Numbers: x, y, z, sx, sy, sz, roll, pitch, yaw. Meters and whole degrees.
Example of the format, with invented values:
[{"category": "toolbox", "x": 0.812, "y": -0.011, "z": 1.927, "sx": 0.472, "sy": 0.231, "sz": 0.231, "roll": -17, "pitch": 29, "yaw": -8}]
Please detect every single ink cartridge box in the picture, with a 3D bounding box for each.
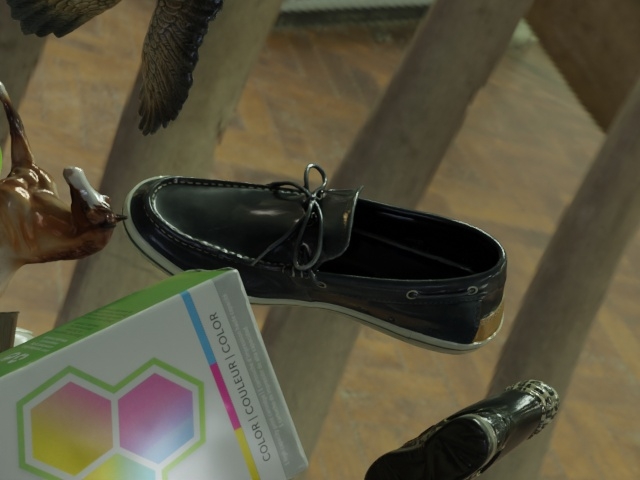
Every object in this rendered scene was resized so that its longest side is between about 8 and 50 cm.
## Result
[{"category": "ink cartridge box", "x": -0.118, "y": 0.101, "z": 0.538, "sx": 0.209, "sy": 0.109, "sz": 0.062, "roll": -25, "pitch": 11, "yaw": -29}]

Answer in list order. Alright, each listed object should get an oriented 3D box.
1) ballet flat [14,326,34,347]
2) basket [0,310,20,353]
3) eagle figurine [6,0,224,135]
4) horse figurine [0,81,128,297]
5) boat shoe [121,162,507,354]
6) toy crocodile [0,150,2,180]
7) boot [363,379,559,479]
[{"category": "ballet flat", "x": -0.368, "y": 0.180, "z": 1.435, "sx": 0.409, "sy": 0.147, "sz": 0.147, "roll": 49, "pitch": 14, "yaw": -35}, {"category": "basket", "x": -0.402, "y": 0.188, "z": 1.172, "sx": 0.204, "sy": 0.227, "sz": 0.154, "roll": -2, "pitch": -3, "yaw": -32}, {"category": "eagle figurine", "x": -0.176, "y": -0.293, "z": 1.281, "sx": 0.226, "sy": 0.298, "sz": 0.225, "roll": 38, "pitch": -7, "yaw": 48}, {"category": "horse figurine", "x": -0.280, "y": -0.010, "z": 0.912, "sx": 0.174, "sy": 0.263, "sz": 0.066, "roll": 52, "pitch": 22, "yaw": 2}, {"category": "boat shoe", "x": 0.000, "y": 0.000, "z": 1.447, "sx": 0.500, "sy": 0.156, "sz": 0.187, "roll": 16, "pitch": 47, "yaw": 1}, {"category": "toy crocodile", "x": -0.494, "y": 0.004, "z": 1.505, "sx": 0.105, "sy": 0.115, "sz": 0.341, "roll": 44, "pitch": 53, "yaw": -45}, {"category": "boot", "x": 0.178, "y": 0.260, "z": 1.452, "sx": 0.178, "sy": 0.236, "sz": 0.085, "roll": -18, "pitch": 73, "yaw": -44}]
